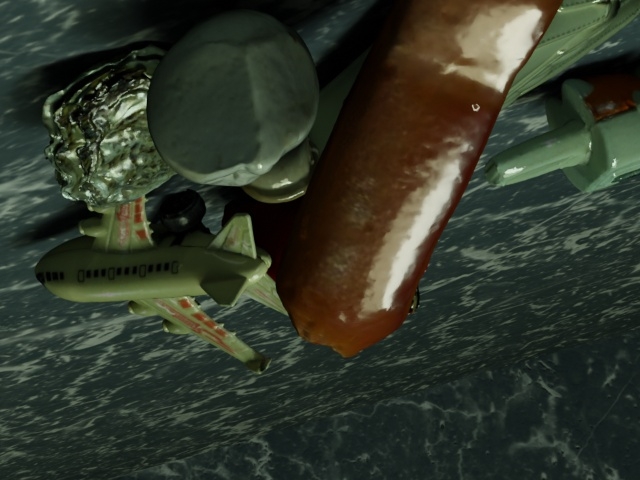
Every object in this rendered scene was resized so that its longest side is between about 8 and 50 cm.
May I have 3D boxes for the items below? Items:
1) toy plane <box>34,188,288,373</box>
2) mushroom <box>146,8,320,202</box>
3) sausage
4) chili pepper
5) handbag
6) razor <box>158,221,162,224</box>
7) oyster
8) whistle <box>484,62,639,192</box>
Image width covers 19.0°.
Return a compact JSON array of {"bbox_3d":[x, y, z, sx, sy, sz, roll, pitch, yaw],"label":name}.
[{"bbox_3d":[-0.131,0.018,1.536,0.244,0.229,0.092,5,-134,39],"label":"toy plane"},{"bbox_3d":[-0.043,-0.087,1.246,0.103,0.118,0.270,-1,179,9],"label":"mushroom"},{"bbox_3d":[0.062,-0.078,1.220,0.097,0.094,0.348,17,118,-15],"label":"sausage"},{"bbox_3d":[0.000,0.000,1.539,0.110,0.110,0.387,-13,-172,-22],"label":"chili pepper"},{"bbox_3d":[0.121,-0.130,1.390,0.219,0.079,0.256,-19,170,-33],"label":"handbag"},{"bbox_3d":[-0.147,0.008,1.689,0.084,0.036,0.211,-15,168,-23],"label":"razor"},{"bbox_3d":[-0.131,-0.078,1.294,0.125,0.064,0.177,-32,159,-7],"label":"oyster"},{"bbox_3d":[0.253,-0.097,1.647,0.253,0.106,0.101,-21,139,-19],"label":"whistle"}]
